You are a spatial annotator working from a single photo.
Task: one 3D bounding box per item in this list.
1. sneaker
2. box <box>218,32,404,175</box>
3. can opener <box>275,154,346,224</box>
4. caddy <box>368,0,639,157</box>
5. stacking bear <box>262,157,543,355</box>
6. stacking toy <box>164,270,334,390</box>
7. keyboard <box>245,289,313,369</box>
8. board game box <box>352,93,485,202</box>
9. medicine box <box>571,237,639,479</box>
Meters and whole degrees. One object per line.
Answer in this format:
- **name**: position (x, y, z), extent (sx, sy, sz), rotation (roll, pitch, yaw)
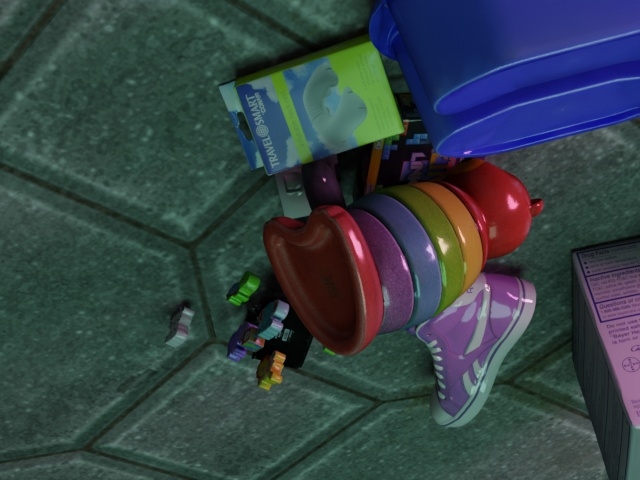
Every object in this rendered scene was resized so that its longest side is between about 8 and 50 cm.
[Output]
- **sneaker**: position (0.173, 0.149, 1.569), extent (0.161, 0.102, 0.282), rotation (9, 126, -16)
- **box**: position (-0.010, -0.143, 1.192), extent (0.178, 0.042, 0.109), rotation (-18, 110, 8)
- **can opener**: position (0.000, 0.000, 1.349), extent (0.076, 0.095, 0.283), rotation (-11, 137, 1)
- **caddy**: position (0.221, -0.218, 1.090), extent (0.341, 0.179, 0.241), rotation (-14, 163, 2)
- **stacking bear**: position (0.113, -0.002, 1.223), extent (0.289, 0.164, 0.175), rotation (-24, -174, -29)
- **stacking toy**: position (-0.080, 0.115, 1.444), extent (0.167, 0.052, 0.221), rotation (28, 142, -24)
- **keyboard**: position (-0.056, 0.110, 1.503), extent (0.100, 0.038, 0.192), rotation (15, 146, -3)
- **board game box**: position (0.118, -0.095, 1.303), extent (0.141, 0.048, 0.170), rotation (-2, 139, -9)
- **medicine box**: position (0.448, 0.186, 1.515), extent (0.149, 0.289, 0.263), rotation (-11, 140, 3)
